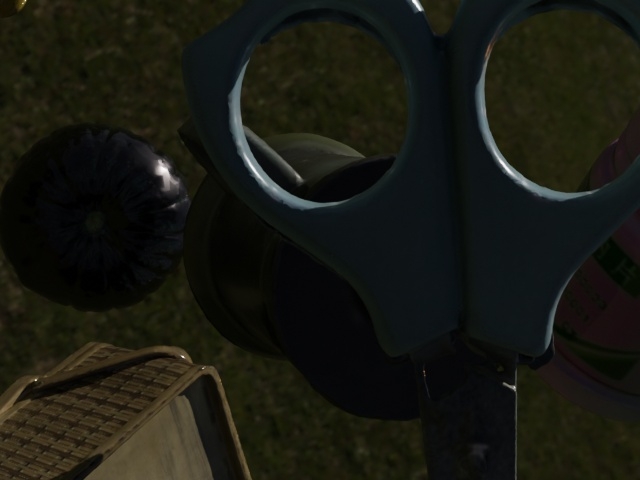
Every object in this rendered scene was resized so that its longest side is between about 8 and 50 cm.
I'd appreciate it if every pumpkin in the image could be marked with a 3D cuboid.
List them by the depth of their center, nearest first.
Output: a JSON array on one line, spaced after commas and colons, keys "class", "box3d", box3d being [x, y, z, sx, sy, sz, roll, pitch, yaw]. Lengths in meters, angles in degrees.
[{"class": "pumpkin", "box3d": [-0.232, -0.024, 1.513, 0.202, 0.202, 0.140, 61, -1, -9]}]

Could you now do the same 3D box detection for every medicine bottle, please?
[{"class": "medicine bottle", "box3d": [0.336, 0.000, 1.389, 0.212, 0.325, 0.212, 15, 43, -14]}]

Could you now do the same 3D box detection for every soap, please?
[{"class": "soap", "box3d": [-0.319, -0.264, 1.557, 0.089, 0.034, 0.012, -73, 147, -44]}]

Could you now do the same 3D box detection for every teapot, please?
[{"class": "teapot", "box3d": [0.000, 0.000, 1.120, 0.270, 0.200, 0.337, 47, -7, -14]}]

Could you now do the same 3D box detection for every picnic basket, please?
[{"class": "picnic basket", "box3d": [-0.222, 0.257, 1.342, 0.313, 0.175, 0.228, -40, 127, -41]}]

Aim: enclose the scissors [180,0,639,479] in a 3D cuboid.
[{"class": "scissors", "box3d": [0.054, 0.059, 0.544, 0.029, 0.191, 0.360, -61, 147, -83]}]
